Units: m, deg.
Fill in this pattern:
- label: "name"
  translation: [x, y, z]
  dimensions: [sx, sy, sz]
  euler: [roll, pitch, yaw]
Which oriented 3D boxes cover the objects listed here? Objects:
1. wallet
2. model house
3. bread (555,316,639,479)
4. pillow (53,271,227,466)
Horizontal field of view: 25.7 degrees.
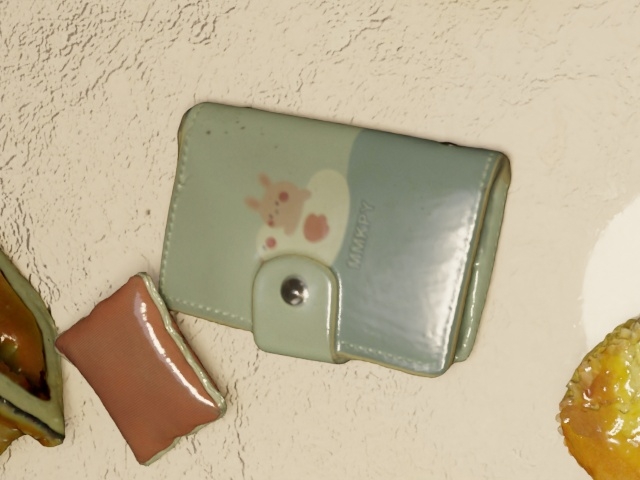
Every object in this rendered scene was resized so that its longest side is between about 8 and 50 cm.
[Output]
- label: "wallet"
  translation: [0.000, 0.000, 1.458]
  dimensions: [0.360, 0.083, 0.252]
  euler: [11, 89, 20]
- label: "model house"
  translation: [-0.428, 0.140, 1.584]
  dimensions: [0.239, 0.173, 0.268]
  euler: [-36, 48, 29]
- label: "bread"
  translation: [0.346, 0.184, 1.298]
  dimensions: [0.250, 0.133, 0.179]
  euler: [39, 118, 12]
- label: "pillow"
  translation: [-0.190, 0.141, 1.519]
  dimensions: [0.171, 0.075, 0.179]
  euler: [-36, 87, 38]
